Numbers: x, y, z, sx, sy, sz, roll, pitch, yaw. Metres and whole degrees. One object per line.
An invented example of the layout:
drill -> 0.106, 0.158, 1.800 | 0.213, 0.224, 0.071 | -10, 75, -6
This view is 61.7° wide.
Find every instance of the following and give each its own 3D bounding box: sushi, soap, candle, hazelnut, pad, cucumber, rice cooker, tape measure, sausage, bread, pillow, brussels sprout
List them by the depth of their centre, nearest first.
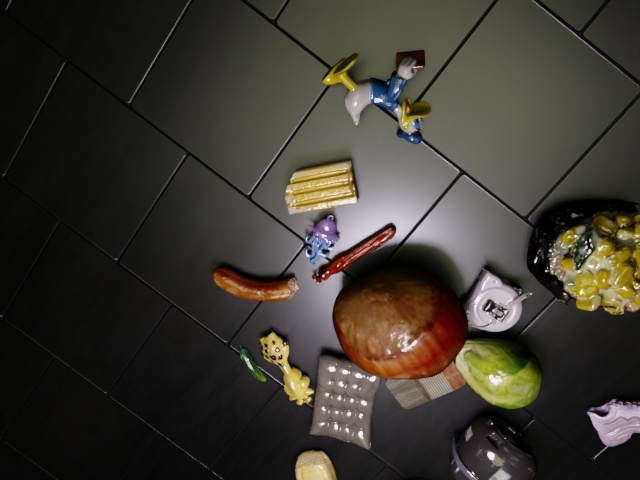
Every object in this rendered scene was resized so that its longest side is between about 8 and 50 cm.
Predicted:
sushi -> 0.801, 0.051, 1.562 | 0.329, 0.285, 0.327 | 9, 106, 7
hazelnut -> 0.251, 0.269, 1.683 | 0.421, 0.352, 0.420 | -2, 138, -2
soap -> -0.001, -0.172, 1.731 | 0.232, 0.073, 0.140 | -10, 102, 11
tape measure -> 0.563, 0.204, 1.731 | 0.179, 0.105, 0.196 | 22, 106, 2
brussels sprout -> 0.574, 0.419, 1.734 | 0.272, 0.219, 0.210 | 20, 117, 24
candle -> 0.111, 0.050, 1.785 | 0.329, 0.051, 0.048 | -33, 100, 15
rice cooker -> 0.574, 0.728, 1.796 | 0.267, 0.267, 0.224 | 34, 106, -1
sausage -> -0.229, 0.157, 1.852 | 0.303, 0.076, 0.102 | 8, 98, 5
pad -> 0.408, 0.566, 1.875 | 0.250, 0.055, 0.323 | -29, 94, 15
pillow -> 0.090, 0.567, 1.903 | 0.228, 0.101, 0.326 | 10, 104, 7
cucumber -> -0.255, 0.452, 1.954 | 0.039, 0.039, 0.167 | -30, 100, 15
bread -> -0.012, 0.897, 1.999 | 0.140, 0.106, 0.236 | -10, 103, 10

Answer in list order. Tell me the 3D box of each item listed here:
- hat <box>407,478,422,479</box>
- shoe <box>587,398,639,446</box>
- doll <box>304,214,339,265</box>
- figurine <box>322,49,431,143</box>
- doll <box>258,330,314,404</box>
hat -> 0.339, 1.034, 1.867 | 0.242, 0.332, 0.274 | -21, 103, 15
shoe -> 1.011, 0.570, 1.766 | 0.245, 0.095, 0.137 | -37, 99, 22
doll -> 0.000, 0.000, 1.785 | 0.110, 0.067, 0.205 | 19, 118, -11
figurine -> 0.215, -0.439, 1.609 | 0.284, 0.204, 0.338 | -37, 109, 9
doll -> -0.121, 0.453, 1.909 | 0.117, 0.086, 0.291 | -27, 97, 29
